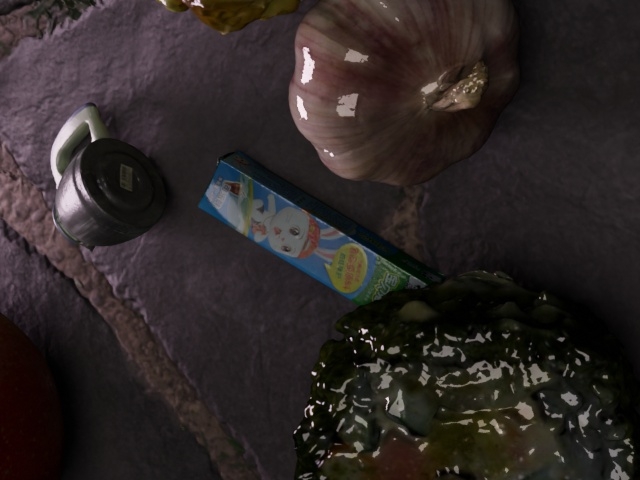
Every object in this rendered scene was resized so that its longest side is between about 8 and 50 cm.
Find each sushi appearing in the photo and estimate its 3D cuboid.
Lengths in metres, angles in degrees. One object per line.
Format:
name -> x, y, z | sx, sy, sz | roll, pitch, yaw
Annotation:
sushi -> 0.149, 0.186, 1.778 | 0.351, 0.178, 0.294 | 0, 109, 8

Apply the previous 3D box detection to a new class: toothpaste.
toothpaste -> 0.000, 0.000, 1.881 | 0.266, 0.050, 0.065 | 31, 110, 9

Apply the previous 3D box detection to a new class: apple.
apple -> -0.463, 0.218, 1.983 | 0.348, 0.277, 0.349 | 5, 105, 19

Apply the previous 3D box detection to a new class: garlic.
garlic -> 0.100, -0.159, 1.677 | 0.245, 0.253, 0.245 | -7, 107, -23

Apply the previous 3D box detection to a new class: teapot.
teapot -> -0.249, -0.055, 1.927 | 0.108, 0.111, 0.149 | -36, 96, 38

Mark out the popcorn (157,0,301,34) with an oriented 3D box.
popcorn -> -0.090, -0.345, 1.716 | 0.282, 0.282, 0.247 | 29, 115, 10
